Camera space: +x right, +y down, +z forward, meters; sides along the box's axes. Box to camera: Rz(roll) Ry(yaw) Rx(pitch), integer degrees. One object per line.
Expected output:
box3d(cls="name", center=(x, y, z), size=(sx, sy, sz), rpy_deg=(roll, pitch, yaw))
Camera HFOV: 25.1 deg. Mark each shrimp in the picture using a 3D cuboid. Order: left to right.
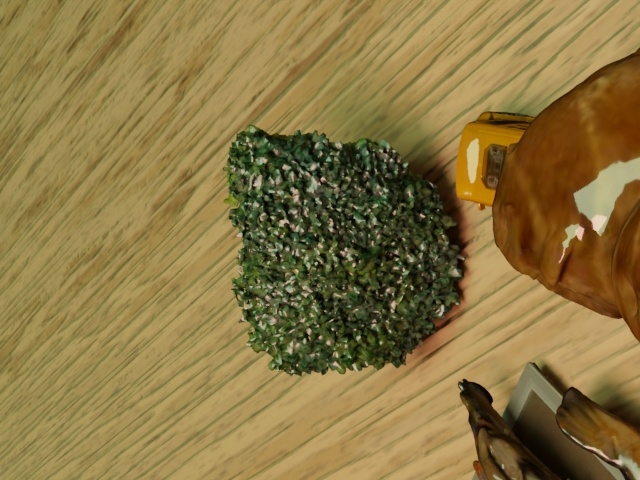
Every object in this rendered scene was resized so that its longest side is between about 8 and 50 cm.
box3d(cls="shrimp", center=(0.167, 0.167, 0.930), size=(0.145, 0.059, 0.254), rpy_deg=(-52, 50, 38))

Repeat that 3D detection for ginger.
box3d(cls="ginger", center=(0.255, -0.040, 0.741), size=(0.274, 0.152, 0.357), rpy_deg=(-49, 31, -2))

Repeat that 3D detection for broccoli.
box3d(cls="broccoli", center=(0.000, 0.000, 1.132), size=(0.220, 0.194, 0.194), rpy_deg=(53, 146, -14))

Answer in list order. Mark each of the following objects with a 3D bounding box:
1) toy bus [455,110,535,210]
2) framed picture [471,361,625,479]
box3d(cls="toy bus", center=(0.147, -0.048, 0.975), size=(0.162, 0.074, 0.070), rpy_deg=(16, 104, 53))
box3d(cls="framed picture", center=(0.159, 0.254, 1.006), size=(0.217, 0.017, 0.274), rpy_deg=(51, 130, 42))
